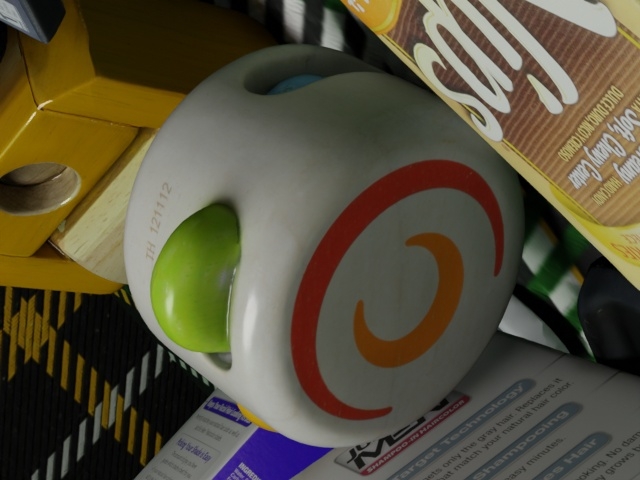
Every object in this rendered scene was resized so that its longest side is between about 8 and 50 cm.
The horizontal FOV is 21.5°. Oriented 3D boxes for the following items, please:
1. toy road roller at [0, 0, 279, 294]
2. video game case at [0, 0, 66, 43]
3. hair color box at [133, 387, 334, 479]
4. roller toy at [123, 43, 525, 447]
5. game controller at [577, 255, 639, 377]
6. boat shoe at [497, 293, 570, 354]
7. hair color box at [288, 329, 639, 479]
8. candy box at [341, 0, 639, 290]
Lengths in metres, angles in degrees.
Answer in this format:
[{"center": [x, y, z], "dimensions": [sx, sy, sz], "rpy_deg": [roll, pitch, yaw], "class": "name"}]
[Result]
[{"center": [-0.200, -0.120, 1.019], "dimensions": [0.330, 0.202, 0.240], "rpy_deg": [11, -130, -37], "class": "toy road roller"}, {"center": [-0.252, -0.186, 0.768], "dimensions": [0.274, 0.026, 0.196], "rpy_deg": [29, 172, 3], "class": "video game case"}, {"center": [-0.051, 0.185, 1.371], "dimensions": [0.110, 0.339, 0.185], "rpy_deg": [44, 169, -13], "class": "hair color box"}, {"center": [0.000, 0.000, 0.899], "dimensions": [0.146, 0.191, 0.209], "rpy_deg": [32, 168, 43], "class": "roller toy"}, {"center": [0.250, 0.105, 0.813], "dimensions": [0.319, 0.067, 0.166], "rpy_deg": [27, 146, 52], "class": "game controller"}, {"center": [0.079, 0.069, 1.156], "dimensions": [0.095, 0.084, 0.258], "rpy_deg": [47, 168, -20], "class": "boat shoe"}, {"center": [0.136, 0.168, 0.802], "dimensions": [0.374, 0.185, 0.113], "rpy_deg": [17, 138, 61], "class": "hair color box"}, {"center": [0.051, -0.123, 0.536], "dimensions": [0.316, 0.087, 0.183], "rpy_deg": [44, 169, -5], "class": "candy box"}]
